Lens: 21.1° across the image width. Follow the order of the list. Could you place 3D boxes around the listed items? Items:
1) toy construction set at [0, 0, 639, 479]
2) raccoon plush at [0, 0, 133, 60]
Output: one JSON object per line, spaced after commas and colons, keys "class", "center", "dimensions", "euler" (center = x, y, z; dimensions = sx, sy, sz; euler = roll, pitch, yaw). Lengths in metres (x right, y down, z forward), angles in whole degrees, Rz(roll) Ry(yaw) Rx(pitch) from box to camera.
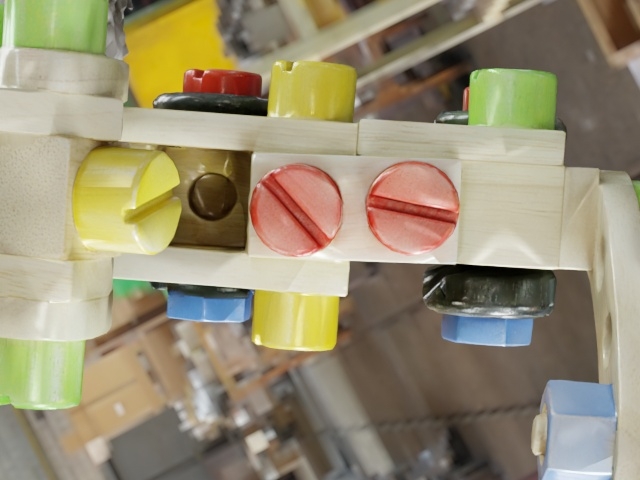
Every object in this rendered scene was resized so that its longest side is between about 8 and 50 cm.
{"class": "toy construction set", "center": [0.000, 0.000, 0.535], "dimensions": [0.328, 0.151, 0.215], "euler": [18, -178, 1]}
{"class": "raccoon plush", "center": [-0.046, -0.249, 0.930], "dimensions": [0.216, 0.299, 0.446], "euler": [66, -175, -57]}
